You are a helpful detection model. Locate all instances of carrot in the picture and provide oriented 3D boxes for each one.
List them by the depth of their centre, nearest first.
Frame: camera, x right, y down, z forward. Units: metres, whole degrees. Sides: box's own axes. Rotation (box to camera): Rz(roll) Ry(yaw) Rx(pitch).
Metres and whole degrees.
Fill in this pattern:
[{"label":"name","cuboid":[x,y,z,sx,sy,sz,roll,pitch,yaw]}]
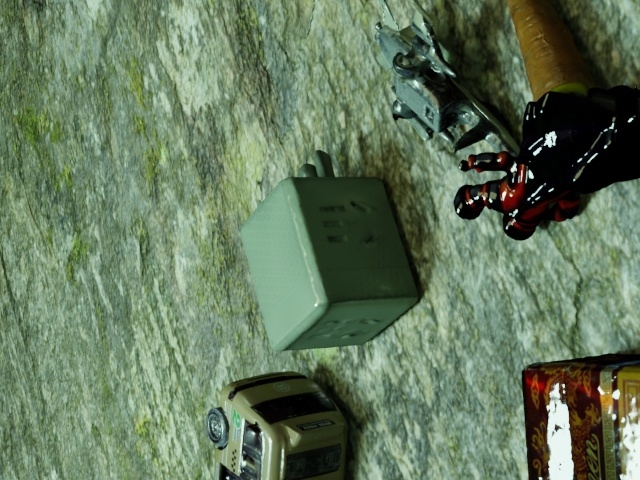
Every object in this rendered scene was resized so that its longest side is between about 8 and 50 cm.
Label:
[{"label":"carrot","cuboid":[0.209,-0.208,1.284,0.061,0.061,0.209,-49,48,47]}]

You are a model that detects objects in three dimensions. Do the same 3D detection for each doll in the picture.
[{"label":"doll","cuboid":[0.217,-0.077,1.217,0.248,0.127,0.088,132,129,-59]}]

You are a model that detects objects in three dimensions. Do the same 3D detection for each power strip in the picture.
[{"label":"power strip","cuboid":[0.000,0.000,1.542,0.139,0.140,0.224,-45,55,51]}]

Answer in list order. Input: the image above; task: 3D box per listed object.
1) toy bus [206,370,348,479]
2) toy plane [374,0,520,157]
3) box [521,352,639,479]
[{"label":"toy bus","cuboid":[-0.053,0.318,1.646,0.157,0.139,0.289,24,113,51]},{"label":"toy plane","cuboid":[0.130,-0.143,1.379,0.262,0.088,0.192,59,165,34]},{"label":"box","cuboid":[0.336,0.223,1.046,0.415,0.116,0.264,-8,86,58]}]
